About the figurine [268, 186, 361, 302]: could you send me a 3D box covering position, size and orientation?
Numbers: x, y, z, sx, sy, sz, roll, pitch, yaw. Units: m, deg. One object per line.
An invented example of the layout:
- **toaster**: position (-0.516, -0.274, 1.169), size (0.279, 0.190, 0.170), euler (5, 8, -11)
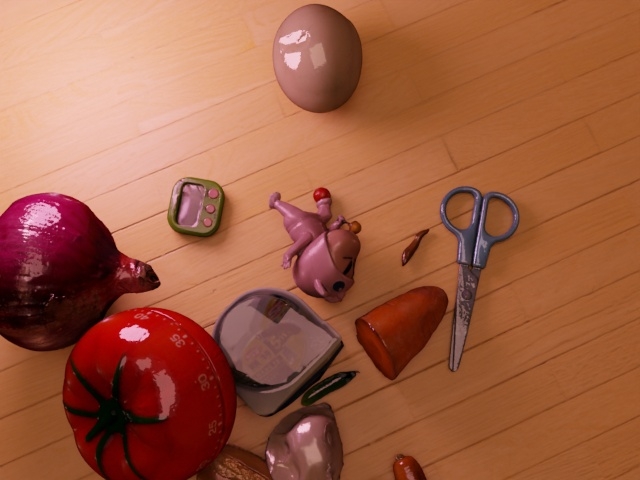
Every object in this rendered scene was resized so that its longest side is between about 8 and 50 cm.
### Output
- **figurine**: position (0.000, 0.000, 1.846), size (0.186, 0.176, 0.288), euler (-30, 64, 19)

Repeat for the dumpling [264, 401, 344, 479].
- **dumpling**: position (-0.036, 0.464, 1.753), size (0.172, 0.142, 0.247), euler (-3, 45, 3)

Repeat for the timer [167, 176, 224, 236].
- **timer**: position (-0.298, -0.080, 1.914), size (0.127, 0.047, 0.140), euler (9, 79, -1)

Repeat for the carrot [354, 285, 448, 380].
- **carrot**: position (0.201, 0.190, 1.832), size (0.225, 0.159, 0.159), euler (-35, 81, -20)

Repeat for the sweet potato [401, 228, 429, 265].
- **sweet potato**: position (0.223, 0.013, 1.914), size (0.026, 0.026, 0.115), euler (33, 76, 6)

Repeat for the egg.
- **egg**: position (-0.007, -0.435, 1.901), size (0.219, 0.219, 0.270), euler (-12, 78, -3)

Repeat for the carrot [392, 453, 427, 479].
- **carrot**: position (0.223, 0.584, 1.781), size (0.067, 0.067, 0.225), euler (-21, 81, -5)

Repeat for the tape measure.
- **tape measure**: position (-0.111, 0.238, 1.809), size (0.259, 0.138, 0.262), euler (-43, 82, -10)

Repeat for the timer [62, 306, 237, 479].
- **timer**: position (-0.355, 0.327, 1.680), size (0.377, 0.279, 0.378), euler (10, 108, 31)

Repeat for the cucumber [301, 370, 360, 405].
- **cucumber**: position (0.020, 0.334, 1.841), size (0.155, 0.037, 0.037), euler (-28, 80, -7)

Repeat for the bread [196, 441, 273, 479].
- **bread**: position (-0.164, 0.545, 1.762), size (0.236, 0.106, 0.140), euler (30, 82, 6)

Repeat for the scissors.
- **scissors**: position (0.353, 0.090, 1.897), size (0.192, 0.029, 0.448), euler (11, 78, 2)

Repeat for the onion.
- **onion**: position (-0.535, 0.070, 1.739), size (0.384, 0.348, 0.348), euler (2, 79, 3)
